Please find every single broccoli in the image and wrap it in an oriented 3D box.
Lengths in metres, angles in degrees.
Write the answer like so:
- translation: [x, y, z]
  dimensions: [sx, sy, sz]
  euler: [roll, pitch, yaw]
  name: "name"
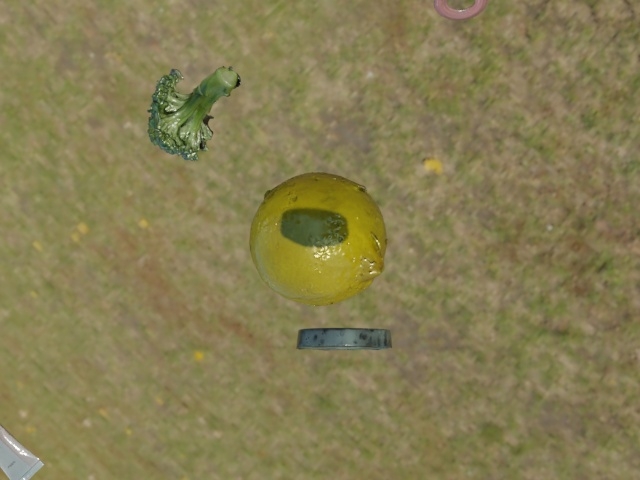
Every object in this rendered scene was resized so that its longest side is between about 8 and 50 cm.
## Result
- translation: [-0.182, -0.200, 1.656]
  dimensions: [0.118, 0.122, 0.204]
  euler: [32, 145, -18]
  name: "broccoli"

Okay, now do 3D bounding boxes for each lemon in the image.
- translation: [0.000, 0.000, 1.454]
  dimensions: [0.206, 0.173, 0.173]
  euler: [17, 143, 38]
  name: "lemon"

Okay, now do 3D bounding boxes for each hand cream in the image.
- translation: [-0.524, 0.289, 1.759]
  dimensions: [0.216, 0.038, 0.052]
  euler: [47, 126, -4]
  name: "hand cream"

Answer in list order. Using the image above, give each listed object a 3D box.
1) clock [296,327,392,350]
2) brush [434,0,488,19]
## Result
- translation: [0.021, 0.086, 0.983]
  dimensions: [0.085, 0.017, 0.085]
  euler: [0, 172, 0]
  name: "clock"
- translation: [0.159, -0.323, 1.227]
  dimensions: [0.103, 0.047, 0.233]
  euler: [-1, 144, 1]
  name: "brush"
